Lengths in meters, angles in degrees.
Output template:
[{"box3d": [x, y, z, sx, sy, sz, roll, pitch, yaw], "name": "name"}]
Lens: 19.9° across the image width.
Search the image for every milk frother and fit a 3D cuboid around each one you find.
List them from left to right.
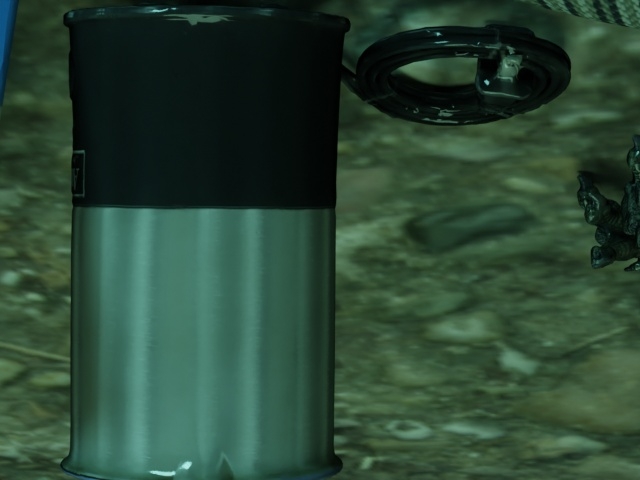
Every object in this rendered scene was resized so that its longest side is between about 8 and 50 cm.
[{"box3d": [0.000, 0.000, 0.547, 0.143, 0.134, 0.129, 1, -177, 12], "name": "milk frother"}]

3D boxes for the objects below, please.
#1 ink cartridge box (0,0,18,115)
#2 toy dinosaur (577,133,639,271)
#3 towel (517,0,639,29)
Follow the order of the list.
[{"box3d": [-0.149, -0.001, 0.556, 0.086, 0.148, 0.203, 9, 153, -12], "name": "ink cartridge box"}, {"box3d": [0.150, -0.010, 0.591, 0.118, 0.064, 0.268, -1, 156, -3], "name": "toy dinosaur"}, {"box3d": [0.128, -0.129, 0.310, 0.312, 0.056, 0.324, 14, 155, 21], "name": "towel"}]
